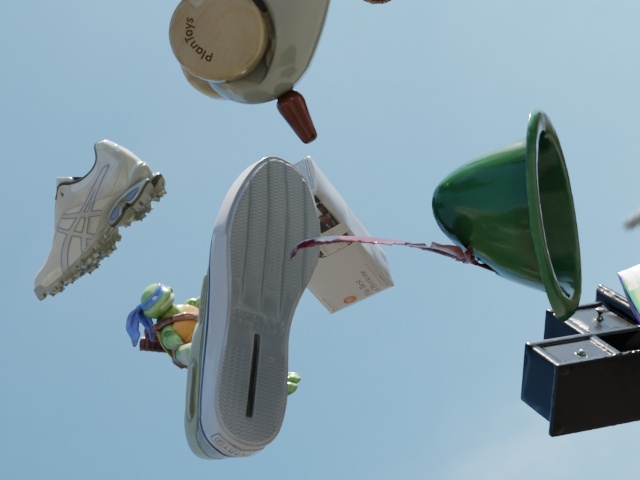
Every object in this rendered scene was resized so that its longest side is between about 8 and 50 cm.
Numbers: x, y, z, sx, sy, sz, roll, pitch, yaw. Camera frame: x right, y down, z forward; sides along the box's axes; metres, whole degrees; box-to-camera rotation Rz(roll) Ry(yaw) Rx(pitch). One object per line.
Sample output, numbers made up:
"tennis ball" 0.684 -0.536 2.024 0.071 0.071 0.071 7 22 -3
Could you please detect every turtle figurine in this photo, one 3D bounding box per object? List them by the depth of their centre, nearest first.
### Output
"turtle figurine" -0.117 0.141 1.776 0.275 0.198 0.266 -37 -69 4

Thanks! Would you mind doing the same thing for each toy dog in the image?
"toy dog" 0.012 -0.220 1.088 0.334 0.161 0.220 -44 1 23

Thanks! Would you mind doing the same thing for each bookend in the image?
"bookend" 0.248 0.110 1.168 0.156 0.157 0.072 -6 -70 -21

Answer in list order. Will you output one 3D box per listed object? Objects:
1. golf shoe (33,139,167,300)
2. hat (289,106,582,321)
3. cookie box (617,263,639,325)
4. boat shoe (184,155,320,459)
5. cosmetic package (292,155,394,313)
"golf shoe" -0.229 -0.021 1.175 0.176 0.086 0.069 -46 -1 15
"hat" 0.106 -0.016 1.021 0.208 0.184 0.173 55 -146 -50
"cookie box" 0.302 0.042 0.968 0.107 0.092 0.040 -23 -61 8
"boat shoe" -0.077 0.060 1.152 0.109 0.094 0.302 27 -123 -28
"cosmetic package" 0.000 0.000 1.533 0.099 0.060 0.239 -24 -39 15
